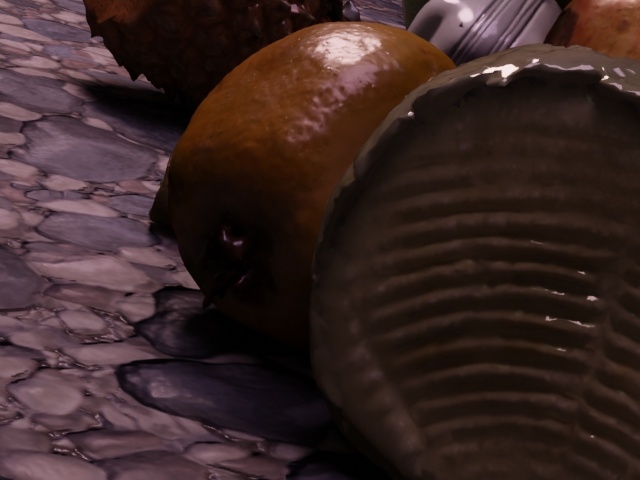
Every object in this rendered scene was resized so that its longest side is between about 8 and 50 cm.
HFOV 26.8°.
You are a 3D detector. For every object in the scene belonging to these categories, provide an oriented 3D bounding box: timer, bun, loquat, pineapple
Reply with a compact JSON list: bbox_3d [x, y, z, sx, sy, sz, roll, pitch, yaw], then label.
[{"bbox_3d":[0.194,-0.228,1.442,0.291,0.290,0.315,22,38,14],"label":"timer"},{"bbox_3d":[0.129,0.024,0.677,0.259,0.259,0.152,22,13,14],"label":"bun"},{"bbox_3d":[0.007,-0.032,0.815,0.187,0.176,0.234,46,59,4],"label":"loquat"},{"bbox_3d":[-0.044,-0.202,1.331,0.357,0.223,0.223,30,6,-37],"label":"pineapple"}]

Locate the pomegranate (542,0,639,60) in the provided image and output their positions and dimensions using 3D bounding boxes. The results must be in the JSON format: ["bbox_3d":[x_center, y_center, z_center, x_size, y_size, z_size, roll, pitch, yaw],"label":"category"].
[{"bbox_3d":[0.320,-0.111,1.250,0.281,0.281,0.281,16,17,-5],"label":"pomegranate"}]

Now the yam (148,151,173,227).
[{"bbox_3d":[0.000,0.000,0.932,0.253,0.061,0.061,19,17,6],"label":"yam"}]
